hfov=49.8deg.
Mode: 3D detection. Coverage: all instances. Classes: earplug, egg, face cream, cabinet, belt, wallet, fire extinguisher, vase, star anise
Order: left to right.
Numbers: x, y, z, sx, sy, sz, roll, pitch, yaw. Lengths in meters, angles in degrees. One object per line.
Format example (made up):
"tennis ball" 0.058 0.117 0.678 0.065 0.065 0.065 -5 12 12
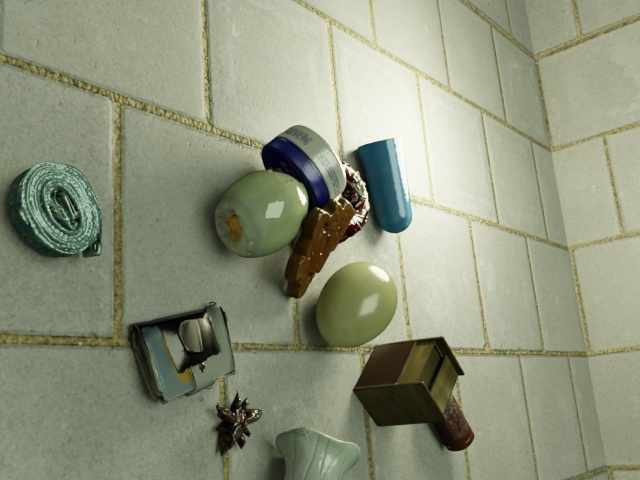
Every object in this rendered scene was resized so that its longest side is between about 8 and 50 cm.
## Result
"belt" -0.460 -0.051 1.193 0.148 0.082 0.163 2 82 -40
"wallet" -0.258 0.218 1.363 0.231 0.069 0.170 -11 81 -54
"star anise" -0.165 0.372 1.428 0.129 0.056 0.124 -8 95 -49
"egg" -0.120 -0.065 1.531 0.217 0.183 0.183 -27 99 -36
"vase" -0.034 0.603 1.371 0.250 0.250 0.445 44 41 -33
"face cream" -0.037 -0.171 1.647 0.111 0.206 0.206 -39 110 -21
"egg" 0.087 0.161 1.714 0.254 0.188 0.188 -44 112 -40
"earplug" 0.201 -0.155 2.027 0.132 0.132 0.273 -11 90 -52
"cabinet" 0.235 0.372 1.799 0.148 0.215 0.175 57 41 -21
"fire extinguisher" 0.354 0.480 2.006 0.269 0.105 0.105 60 40 -18

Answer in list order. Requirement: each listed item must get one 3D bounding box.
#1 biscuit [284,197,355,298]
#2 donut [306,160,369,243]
"biscuit" -0.001 -0.001 1.649 0.301 0.043 0.278 -43 156 -50
"donut" 0.047 -0.102 1.833 0.230 0.096 0.216 -27 98 -52
